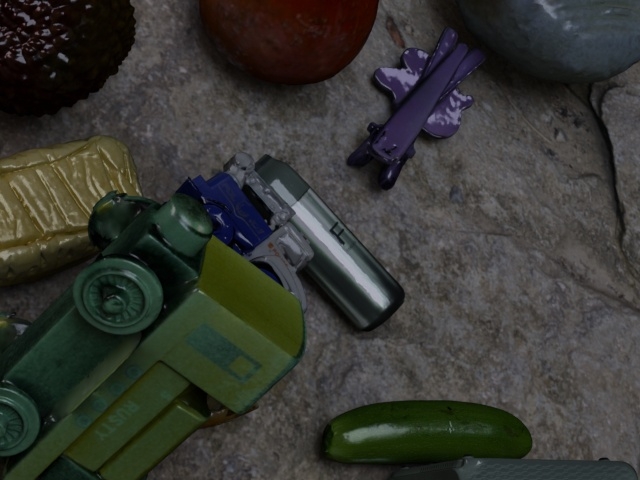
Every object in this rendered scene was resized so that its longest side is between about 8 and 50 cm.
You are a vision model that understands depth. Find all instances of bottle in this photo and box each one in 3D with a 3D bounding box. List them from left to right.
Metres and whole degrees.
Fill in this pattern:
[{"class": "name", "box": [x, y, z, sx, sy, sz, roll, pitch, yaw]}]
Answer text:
[{"class": "bottle", "box": [0.000, 0.000, 1.895, 0.253, 0.079, 0.096, 46, 21, -5]}]

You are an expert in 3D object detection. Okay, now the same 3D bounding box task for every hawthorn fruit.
[{"class": "hawthorn fruit", "box": [-0.019, -0.320, 1.920, 0.231, 0.263, 0.235, 60, 28, -21]}]

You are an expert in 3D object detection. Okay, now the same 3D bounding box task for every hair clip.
[{"class": "hair clip", "box": [0.119, -0.176, 2.019, 0.137, 0.090, 0.278, 35, 52, 3]}]

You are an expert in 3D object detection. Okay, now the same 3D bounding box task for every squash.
[{"class": "squash", "box": [0.135, 0.237, 1.870, 0.292, 0.082, 0.082, 4, 70, -24]}]

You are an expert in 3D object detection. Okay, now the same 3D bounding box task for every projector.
[{"class": "projector", "box": [0.223, 0.316, 1.812, 0.250, 0.198, 0.108, 4, 75, -26]}]

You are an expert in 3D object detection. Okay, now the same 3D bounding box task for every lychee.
[{"class": "lychee", "box": [-0.329, -0.257, 1.744, 0.271, 0.236, 0.236, -17, 79, -53]}]

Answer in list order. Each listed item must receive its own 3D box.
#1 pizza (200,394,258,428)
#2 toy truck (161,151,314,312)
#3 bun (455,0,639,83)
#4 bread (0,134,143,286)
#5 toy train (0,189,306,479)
[{"class": "pizza", "box": [-0.171, 0.135, 1.706, 0.201, 0.053, 0.193, -3, 115, -5]}, {"class": "toy truck", "box": [-0.099, 0.020, 1.793, 0.177, 0.161, 0.213, -38, 91, -38]}, {"class": "bun", "box": [0.332, -0.377, 2.117, 0.362, 0.211, 0.362, 11, 65, -25]}, {"class": "bread", "box": [-0.319, -0.031, 1.728, 0.236, 0.106, 0.140, -20, 80, -31]}, {"class": "toy train", "box": [-0.211, 0.131, 1.594, 0.253, 0.397, 0.160, 38, 23, -20]}]
